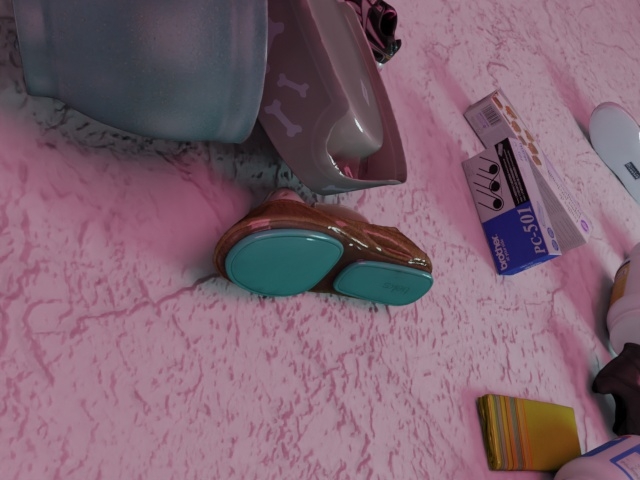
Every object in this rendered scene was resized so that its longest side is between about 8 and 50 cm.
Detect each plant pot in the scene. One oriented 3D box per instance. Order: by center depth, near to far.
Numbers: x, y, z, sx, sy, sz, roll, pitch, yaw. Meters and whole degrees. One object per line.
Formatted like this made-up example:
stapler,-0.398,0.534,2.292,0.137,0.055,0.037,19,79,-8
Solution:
plant pot,-0.185,-0.229,0.679,0.196,0.293,0.293,-8,72,-20

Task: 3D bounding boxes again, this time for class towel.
towel,0.311,0.285,1.069,0.237,0.021,0.102,17,62,-40

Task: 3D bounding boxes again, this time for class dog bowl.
dog bowl,-0.007,-0.211,0.870,0.349,0.102,0.348,-20,90,-74

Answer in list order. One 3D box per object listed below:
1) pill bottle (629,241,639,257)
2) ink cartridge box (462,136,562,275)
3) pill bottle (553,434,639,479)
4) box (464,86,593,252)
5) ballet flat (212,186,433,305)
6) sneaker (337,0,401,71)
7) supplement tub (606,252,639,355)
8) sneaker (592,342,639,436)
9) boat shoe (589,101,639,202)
pill bottle,0.744,0.071,1.580,0.169,0.094,0.094,40,45,-24
ink cartridge box,0.311,-0.055,1.202,0.046,0.097,0.207,3,66,-45
pill bottle,0.407,0.360,1.040,0.221,0.124,0.124,-3,70,-42
box,0.383,-0.126,1.345,0.324,0.067,0.063,53,41,-8
ballet flat,0.000,0.000,0.853,0.342,0.116,0.124,9,41,-43
sneaker,0.085,-0.355,1.157,0.072,0.077,0.178,-3,70,-48
supplement tub,0.621,0.129,1.381,0.144,0.144,0.199,51,42,-12
sneaker,0.572,0.318,1.239,0.286,0.130,0.109,54,-5,12
boat shoe,0.729,-0.218,1.725,0.301,0.108,0.102,45,43,-21
